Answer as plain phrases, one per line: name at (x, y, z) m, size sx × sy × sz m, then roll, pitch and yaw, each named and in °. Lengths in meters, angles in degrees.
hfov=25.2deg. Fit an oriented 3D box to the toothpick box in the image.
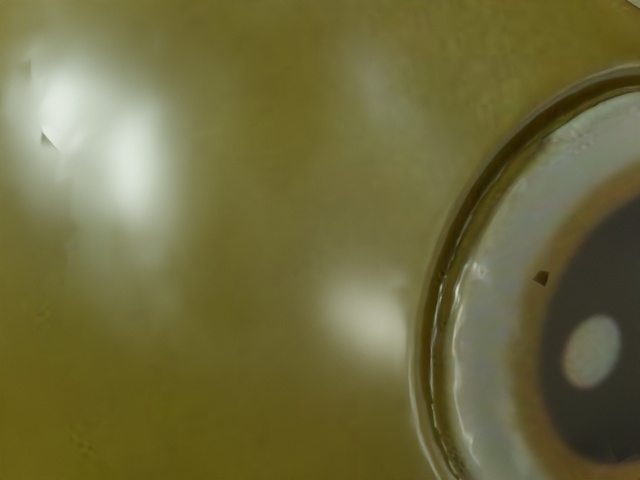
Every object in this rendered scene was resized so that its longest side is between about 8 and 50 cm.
toothpick box at (0.000, 0.000, 0.556) m, size 0.409 × 0.409 × 0.425 m, roll -41°, pitch 51°, yaw 48°
